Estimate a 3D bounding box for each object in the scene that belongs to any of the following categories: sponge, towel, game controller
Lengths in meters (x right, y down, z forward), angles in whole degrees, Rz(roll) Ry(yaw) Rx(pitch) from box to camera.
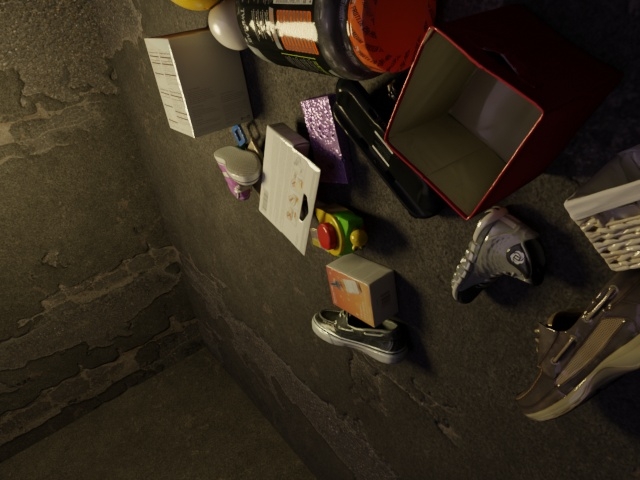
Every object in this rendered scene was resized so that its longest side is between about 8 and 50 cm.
[{"bbox_3d":[0.018,-0.243,1.088,0.117,0.031,0.210,16,127,53],"label":"sponge"},{"bbox_3d":[0.000,0.000,1.337,0.083,0.009,0.060,29,135,46],"label":"towel"},{"bbox_3d":[0.131,-0.180,0.878,0.319,0.067,0.166,53,168,9],"label":"game controller"}]

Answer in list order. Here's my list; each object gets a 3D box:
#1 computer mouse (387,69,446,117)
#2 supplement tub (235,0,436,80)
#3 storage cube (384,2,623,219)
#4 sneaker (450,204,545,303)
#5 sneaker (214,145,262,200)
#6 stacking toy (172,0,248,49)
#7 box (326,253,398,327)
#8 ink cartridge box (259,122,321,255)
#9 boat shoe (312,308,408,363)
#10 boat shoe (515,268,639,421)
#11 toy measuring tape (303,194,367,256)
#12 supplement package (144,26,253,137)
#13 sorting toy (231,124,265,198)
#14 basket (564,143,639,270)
[{"bbox_3d":[0.200,-0.212,0.772,0.193,0.106,0.042,56,158,-5],"label":"computer mouse"},{"bbox_3d":[0.017,-0.397,0.782,0.338,0.207,0.207,32,138,43],"label":"supplement tub"},{"bbox_3d":[0.238,-0.180,0.623,0.183,0.193,0.215,50,149,22],"label":"storage cube"},{"bbox_3d":[0.320,0.060,0.801,0.132,0.086,0.228,38,142,33],"label":"sneaker"},{"bbox_3d":[-0.231,-0.187,1.380,0.282,0.102,0.161,44,154,56],"label":"sneaker"},{"bbox_3d":[-0.315,-0.672,1.054,0.350,0.350,0.480,9,136,55],"label":"stacking toy"},{"bbox_3d":[0.109,0.125,1.183,0.170,0.091,0.130,22,131,49],"label":"box"},{"bbox_3d":[-0.071,-0.136,1.194,0.239,0.060,0.275,43,137,33],"label":"ink cartridge box"},{"bbox_3d":[0.106,0.237,1.279,0.335,0.121,0.119,10,114,42],"label":"boat shoe"},{"bbox_3d":[0.419,0.165,0.709,0.130,0.132,0.355,57,143,30],"label":"boat shoe"},{"bbox_3d":[0.022,-0.038,1.179,0.330,0.121,0.121,33,140,55],"label":"toy measuring tape"},{"bbox_3d":[-0.353,-0.470,1.321,0.198,0.199,0.262,29,136,46],"label":"supplement package"},{"bbox_3d":[-0.179,-0.209,1.418,0.347,0.047,0.196,60,155,6],"label":"sorting toy"},{"bbox_3d":[0.389,-0.049,0.519,0.103,0.167,0.113,59,151,-2],"label":"basket"}]
